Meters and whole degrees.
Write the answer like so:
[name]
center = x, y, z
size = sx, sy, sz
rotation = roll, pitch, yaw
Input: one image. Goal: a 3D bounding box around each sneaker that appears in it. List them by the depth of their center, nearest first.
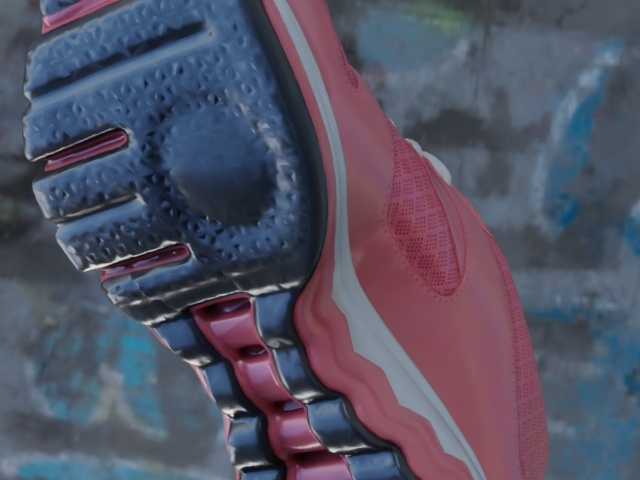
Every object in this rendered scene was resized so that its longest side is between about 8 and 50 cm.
[sneaker]
center = 0.000, 0.000, 0.636
size = 0.116, 0.136, 0.314
rotation = -9, 114, 33
